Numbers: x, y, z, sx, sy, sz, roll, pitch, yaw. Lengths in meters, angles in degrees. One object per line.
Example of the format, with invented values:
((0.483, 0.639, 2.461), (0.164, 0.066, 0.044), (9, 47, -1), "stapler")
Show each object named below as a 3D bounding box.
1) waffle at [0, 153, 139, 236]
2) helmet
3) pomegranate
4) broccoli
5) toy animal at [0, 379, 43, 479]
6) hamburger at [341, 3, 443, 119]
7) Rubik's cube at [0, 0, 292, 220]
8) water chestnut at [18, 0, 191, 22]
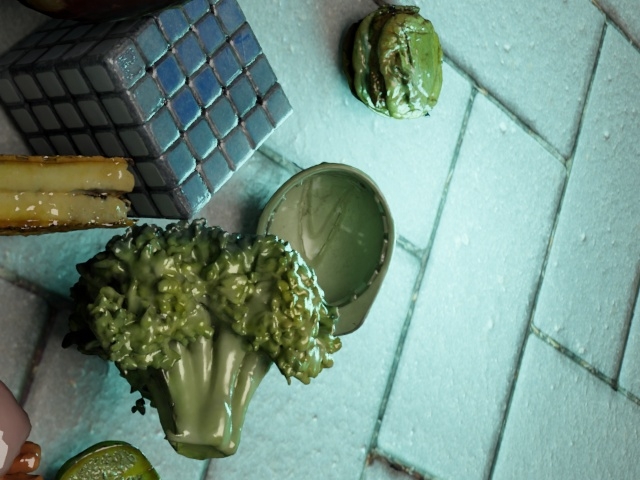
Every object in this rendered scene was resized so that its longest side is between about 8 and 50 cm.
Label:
((-0.386, -0.051, 1.506), (0.308, 0.213, 0.091), (-2, 89, -45), "waffle")
((-0.001, 0.003, 1.968), (0.204, 0.137, 0.257), (13, 100, -10), "helmet")
((-0.263, 0.342, 1.698), (0.169, 0.122, 0.143), (47, 57, 6), "pomegranate")
((-0.150, 0.135, 1.677), (0.348, 0.293, 0.281), (10, 60, -12), "broccoli")
((-0.433, 0.177, 1.507), (0.169, 0.195, 0.281), (-19, 114, -3), "toy animal")
((0.117, -0.282, 2.112), (0.206, 0.130, 0.183), (-12, 101, -65), "hamburger")
((-0.222, -0.184, 1.657), (0.237, 0.238, 0.237), (-51, 125, -35), "Rubik's cube")
((-0.220, -0.402, 1.479), (0.347, 0.335, 0.335), (-24, 109, -62), "water chestnut")
